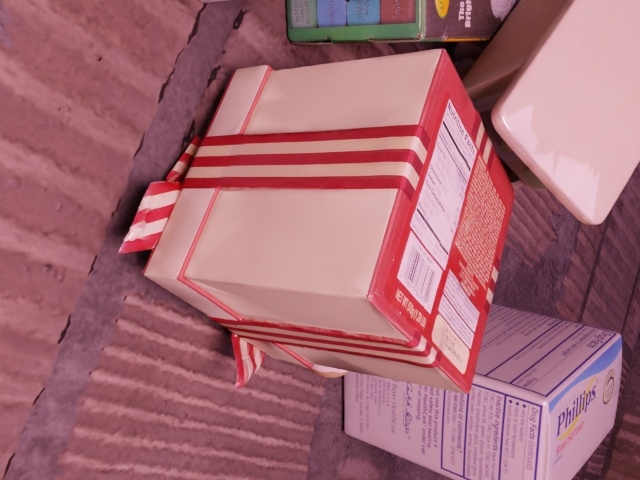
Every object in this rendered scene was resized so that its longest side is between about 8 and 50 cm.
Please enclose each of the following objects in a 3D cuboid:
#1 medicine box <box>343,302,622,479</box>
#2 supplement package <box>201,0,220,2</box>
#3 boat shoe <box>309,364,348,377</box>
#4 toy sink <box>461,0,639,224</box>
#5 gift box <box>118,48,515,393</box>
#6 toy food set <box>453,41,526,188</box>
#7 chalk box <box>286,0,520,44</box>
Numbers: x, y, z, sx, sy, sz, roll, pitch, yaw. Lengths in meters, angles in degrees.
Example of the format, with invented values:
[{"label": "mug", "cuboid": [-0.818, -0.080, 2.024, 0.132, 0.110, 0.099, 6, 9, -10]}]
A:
[{"label": "medicine box", "cuboid": [0.220, 0.196, 0.886, 0.263, 0.289, 0.149, -15, 111, -47]}, {"label": "supplement package", "cuboid": [-0.033, -0.307, 0.474, 0.145, 0.262, 0.204, 14, 89, -51]}, {"label": "boat shoe", "cuboid": [0.071, 0.045, 0.820, 0.277, 0.098, 0.096, -48, 133, -30]}, {"label": "toy sink", "cuboid": [0.237, -0.143, 0.648, 0.153, 0.131, 0.234, 41, 72, -17]}, {"label": "gift box", "cuboid": [0.000, 0.000, 0.594, 0.255, 0.258, 0.276, 50, 54, -44]}, {"label": "toy food set", "cuboid": [0.193, -0.186, 0.826, 0.092, 0.220, 0.306, 28, 76, -22]}, {"label": "chalk box", "cuboid": [0.075, -0.299, 0.677, 0.289, 0.179, 0.180, -18, 113, -46]}]
